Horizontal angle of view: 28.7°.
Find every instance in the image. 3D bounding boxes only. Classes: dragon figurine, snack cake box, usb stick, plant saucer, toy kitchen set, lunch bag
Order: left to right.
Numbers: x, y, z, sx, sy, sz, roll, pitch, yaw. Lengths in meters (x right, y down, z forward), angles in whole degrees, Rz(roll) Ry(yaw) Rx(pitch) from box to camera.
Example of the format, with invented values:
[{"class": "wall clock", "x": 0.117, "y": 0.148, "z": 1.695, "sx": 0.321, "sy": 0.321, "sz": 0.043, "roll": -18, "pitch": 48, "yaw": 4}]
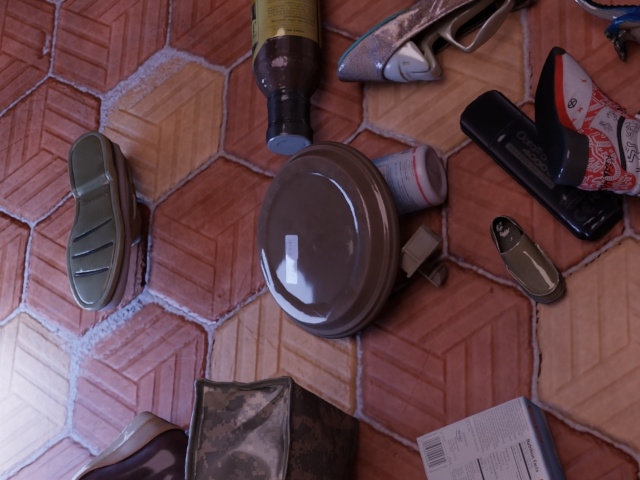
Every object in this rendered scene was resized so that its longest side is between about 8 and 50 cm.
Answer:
[{"class": "lunch bag", "x": -0.065, "y": 0.341, "z": 1.597, "sx": 0.169, "sy": 0.235, "sz": 0.287, "roll": -5, "pitch": 68, "yaw": 23}, {"class": "plant saucer", "x": 0.000, "y": 0.000, "z": 1.743, "sx": 0.278, "sy": 0.041, "sz": 0.277, "roll": 4, "pitch": 95, "yaw": 47}, {"class": "toy kitchen set", "x": 0.155, "y": 0.014, "z": 1.683, "sx": 0.068, "sy": 0.083, "sz": 0.075, "roll": 42, "pitch": 126, "yaw": 6}, {"class": "snack cake box", "x": 0.231, "y": 0.341, "z": 1.513, "sx": 0.152, "sy": 0.089, "sz": 0.264, "roll": -24, "pitch": 61, "yaw": 18}, {"class": "usb stick", "x": 0.291, "y": -0.105, "z": 1.680, "sx": 0.077, "sy": 0.045, "sz": 0.278, "roll": -42, "pitch": 55, "yaw": 1}, {"class": "dragon figurine", "x": 0.452, "y": -0.286, "z": 1.630, "sx": 0.144, "sy": 0.085, "sz": 0.289, "roll": -43, "pitch": 56, "yaw": 9}]

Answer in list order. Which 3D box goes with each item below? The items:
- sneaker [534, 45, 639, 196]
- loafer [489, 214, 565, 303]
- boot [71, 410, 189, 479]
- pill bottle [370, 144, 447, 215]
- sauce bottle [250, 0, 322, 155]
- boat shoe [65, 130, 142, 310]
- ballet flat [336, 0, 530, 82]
[{"class": "sneaker", "x": 0.367, "y": -0.152, "z": 1.634, "sx": 0.145, "sy": 0.090, "sz": 0.270, "roll": 10, "pitch": 38, "yaw": -6}, {"class": "loafer", "x": 0.264, "y": 0.023, "z": 1.641, "sx": 0.056, "sy": 0.050, "sz": 0.148, "roll": -43, "pitch": 56, "yaw": 9}, {"class": "boot", "x": -0.258, "y": 0.384, "z": 1.782, "sx": 0.207, "sy": 0.090, "sz": 0.248, "roll": 36, "pitch": 88, "yaw": 37}, {"class": "pill bottle", "x": 0.090, "y": -0.074, "z": 1.759, "sx": 0.160, "sy": 0.087, "sz": 0.087, "roll": -15, "pitch": 64, "yaw": 26}, {"class": "sauce bottle", "x": -0.052, "y": -0.299, "z": 1.916, "sx": 0.111, "sy": 0.111, "sz": 0.344, "roll": -14, "pitch": 63, "yaw": 26}, {"class": "boat shoe", "x": -0.331, "y": -0.024, "z": 1.977, "sx": 0.113, "sy": 0.103, "sz": 0.302, "roll": -16, "pitch": 63, "yaw": 25}, {"class": "ballet flat", "x": 0.167, "y": -0.297, "z": 1.796, "sx": 0.316, "sy": 0.107, "sz": 0.106, "roll": -35, "pitch": 67, "yaw": 16}]
